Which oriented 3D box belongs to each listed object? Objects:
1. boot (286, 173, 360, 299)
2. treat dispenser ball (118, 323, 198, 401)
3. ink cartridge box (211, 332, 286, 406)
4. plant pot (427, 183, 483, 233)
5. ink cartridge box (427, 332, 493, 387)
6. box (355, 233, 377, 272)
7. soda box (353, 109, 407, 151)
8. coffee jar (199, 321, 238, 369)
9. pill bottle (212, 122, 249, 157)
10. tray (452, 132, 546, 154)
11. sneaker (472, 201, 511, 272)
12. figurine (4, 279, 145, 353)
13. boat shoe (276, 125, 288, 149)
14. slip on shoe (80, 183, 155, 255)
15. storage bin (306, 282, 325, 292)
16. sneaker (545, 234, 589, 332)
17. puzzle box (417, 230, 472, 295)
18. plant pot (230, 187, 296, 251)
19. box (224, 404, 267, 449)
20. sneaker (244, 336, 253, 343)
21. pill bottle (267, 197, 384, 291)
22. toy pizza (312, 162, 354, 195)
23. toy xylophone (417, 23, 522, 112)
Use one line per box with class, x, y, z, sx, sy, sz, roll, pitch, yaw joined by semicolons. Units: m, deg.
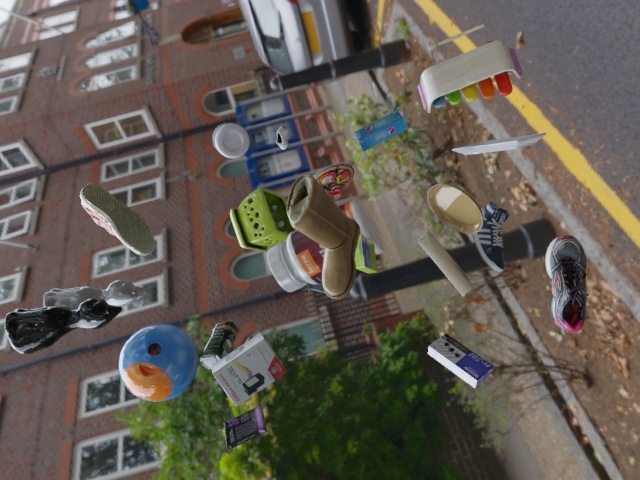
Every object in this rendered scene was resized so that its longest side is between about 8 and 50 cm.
boot;0.000;0.000;1.310;0.269;0.089;0.236;38;-125;-55
treat dispenser ball;-0.607;0.458;1.999;0.288;0.288;0.288;164;90;-89
ink cartridge box;-0.207;0.373;1.534;0.127;0.175;0.072;58;171;-13
plant pot;0.501;-0.123;1.955;0.236;0.032;0.236;38;159;18
ink cartridge box;0.488;0.418;1.858;0.207;0.097;0.046;34;138;38
box;0.142;0.045;1.724;0.178;0.043;0.108;26;-125;-68
soda box;0.254;-0.467;2.258;0.071;0.210;0.067;58;-172;-46
coffee jar;-0.372;0.383;1.964;0.079;0.096;0.184;62;-156;-27
pill bottle;-0.400;-0.445;2.340;0.264;0.146;0.146;-137;31;-69
tray;0.571;-0.307;1.710;0.270;0.145;0.030;6;111;59
sneaker;0.685;-0.024;2.071;0.099;0.153;0.282;16;-135;-38
figurine;-0.495;0.145;1.113;0.215;0.210;0.092;-75;-28;-77
boat shoe;-0.121;-0.306;1.613;0.035;0.035;0.100;40;157;12
slip on shoe;-0.742;-0.068;1.946;0.331;0.123;0.101;42;141;-4
storage bin;0.007;0.166;2.341;0.098;0.091;0.135;-18;-57;-69
sneaker;0.764;0.131;1.614;0.112;0.121;0.299;-28;-69;-79
puzzle box;0.513;0.081;2.200;0.272;0.052;0.409;51;-169;6
plant pot;-0.258;-0.077;2.351;0.228;0.207;0.227;14;-128;-64
box;-0.287;0.711;2.022;0.116;0.162;0.029;-114;-1;-57
sneaker;-0.252;0.400;1.901;0.040;0.044;0.109;21;-99;-56
pill bottle;0.016;0.026;1.958;0.224;0.392;0.224;55;-164;-25
toy pizza;0.040;-0.214;1.985;0.201;0.201;0.032;77;168;-64
toy xylophone;0.461;-0.547;1.683;0.081;0.323;0.236;35;-131;-61
